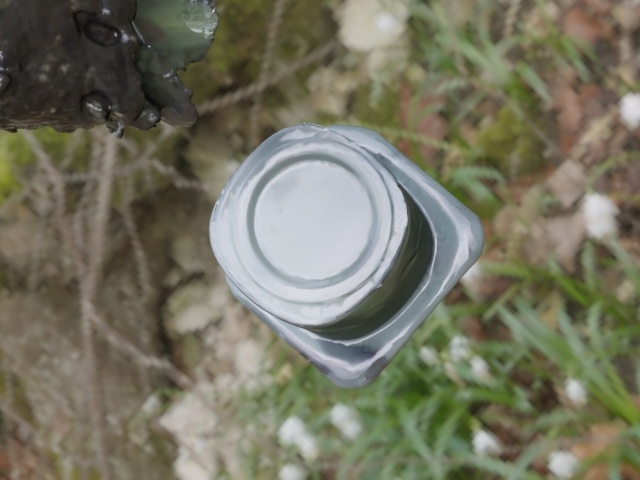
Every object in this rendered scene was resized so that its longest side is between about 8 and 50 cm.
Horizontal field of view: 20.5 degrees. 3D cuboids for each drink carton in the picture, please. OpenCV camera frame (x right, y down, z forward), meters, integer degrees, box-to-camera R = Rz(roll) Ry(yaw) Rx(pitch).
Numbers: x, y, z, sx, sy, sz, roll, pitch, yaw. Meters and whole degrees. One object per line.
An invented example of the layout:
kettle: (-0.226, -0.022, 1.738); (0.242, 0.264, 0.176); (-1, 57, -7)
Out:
drink carton: (0.000, 0.000, 1.395); (0.185, 0.191, 0.189); (-49, -11, 6)

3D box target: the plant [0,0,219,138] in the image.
plant: (-0.165, -0.129, 1.152); (0.131, 0.142, 0.203); (-5, 8, 43)
